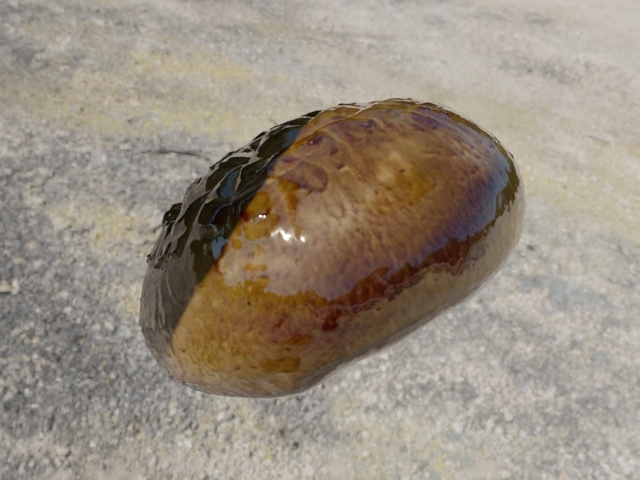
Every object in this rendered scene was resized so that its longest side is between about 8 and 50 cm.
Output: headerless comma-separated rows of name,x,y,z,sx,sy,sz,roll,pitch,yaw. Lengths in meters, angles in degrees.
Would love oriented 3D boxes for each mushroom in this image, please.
mushroom,0.000,0.000,0.482,0.253,0.153,0.253,-30,12,7
